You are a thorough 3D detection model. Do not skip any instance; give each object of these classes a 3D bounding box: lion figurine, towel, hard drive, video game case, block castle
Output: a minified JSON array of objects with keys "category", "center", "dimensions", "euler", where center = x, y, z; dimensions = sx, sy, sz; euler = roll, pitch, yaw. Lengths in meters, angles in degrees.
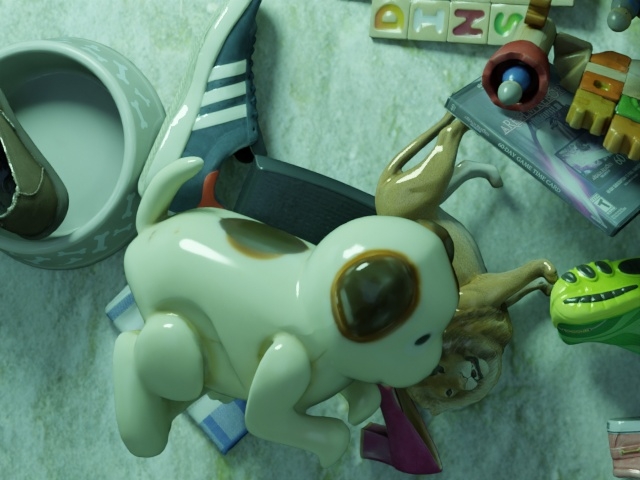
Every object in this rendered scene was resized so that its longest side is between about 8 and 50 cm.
[{"category":"lion figurine","center":[0.163,0.017,1.755],"dimensions":[0.240,0.142,0.392],"euler":[-24,79,-2]},{"category":"towel","center":[-0.157,0.135,1.893],"dimensions":[0.209,0.034,0.285],"euler":[-42,80,9]},{"category":"hard drive","center":[0.000,0.000,1.819],"dimensions":[0.255,0.054,0.172],"euler":[22,93,-5]},{"category":"video game case","center":[0.320,-0.134,1.715],"dimensions":[0.274,0.196,0.026],"euler":[41,137,17]},{"category":"block castle","center":[0.443,-0.243,1.605],"dimensions":[0.453,0.213,0.303],"euler":[19,129,9]}]

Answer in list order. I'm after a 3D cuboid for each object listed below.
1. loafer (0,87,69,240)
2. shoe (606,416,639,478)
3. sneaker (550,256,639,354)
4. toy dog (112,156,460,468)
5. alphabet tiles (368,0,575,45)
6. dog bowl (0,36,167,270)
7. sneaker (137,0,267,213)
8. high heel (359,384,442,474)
[{"category":"loafer","center":[-0.492,-0.157,1.825],"dimensions":[0.366,0.130,0.134],"euler":[45,98,11]},{"category":"shoe","center":[0.468,0.272,1.734],"dimensions":[0.178,0.063,0.081],"euler":[-4,88,18]},{"category":"sneaker","center":[0.443,0.078,1.732],"dimensions":[0.296,0.123,0.109],"euler":[-4,52,-2]},{"category":"toy dog","center":[-0.022,0.079,1.649],"dimensions":[0.408,0.284,0.395],"euler":[-5,93,27]},{"category":"alphabet tiles","center":[0.187,-0.415,1.821],"dimensions":[0.343,0.011,0.285],"euler":[7,95,19]},{"category":"dog bowl","center":[-0.397,-0.131,1.922],"dimensions":[0.349,0.102,0.348],"euler":[-1,88,13]},{"category":"sneaker","center":[-0.128,-0.192,1.865],"dimensions":[0.148,0.131,0.350],"euler":[24,84,-14]},{"category":"high heel","center":[0.116,0.199,1.787],"dimensions":[0.117,0.082,0.244],"euler":[9,102,22]}]
